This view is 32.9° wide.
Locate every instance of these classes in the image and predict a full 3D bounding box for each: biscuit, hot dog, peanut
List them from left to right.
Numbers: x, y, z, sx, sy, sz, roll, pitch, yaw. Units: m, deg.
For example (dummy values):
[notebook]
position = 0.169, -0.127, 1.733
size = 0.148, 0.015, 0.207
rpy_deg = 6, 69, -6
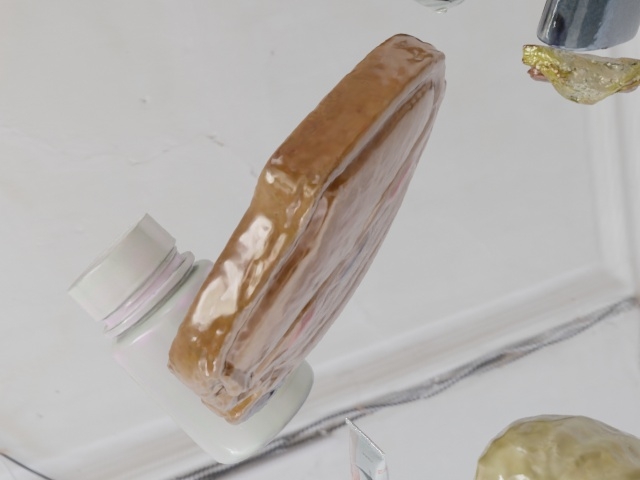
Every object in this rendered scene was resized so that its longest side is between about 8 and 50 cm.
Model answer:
[biscuit]
position = 0.001, 0.000, 0.957
size = 0.078, 0.455, 0.350
rpy_deg = 30, -102, 8
[hot dog]
position = 0.315, -0.190, 1.272
size = 0.169, 0.078, 0.061
rpy_deg = 9, -80, 2
[peanut]
position = 0.241, 0.191, 0.799
size = 0.274, 0.125, 0.111
rpy_deg = 10, -94, -26

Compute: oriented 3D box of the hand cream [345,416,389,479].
[hand cream]
position = 0.054, 0.268, 1.232
size = 0.216, 0.052, 0.038
rpy_deg = 84, -156, -53

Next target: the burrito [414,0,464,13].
[burrito]
position = 0.055, -0.357, 1.178
size = 0.445, 0.101, 0.139
rpy_deg = 8, -51, -50

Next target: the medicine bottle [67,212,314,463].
[medicine bottle]
position = -0.158, 0.117, 1.313
size = 0.293, 0.170, 0.170
rpy_deg = 46, -114, -12

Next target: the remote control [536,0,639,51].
[remote control]
position = 0.208, -0.288, 0.591
size = 0.107, 0.044, 0.377
rpy_deg = -25, -43, -49
